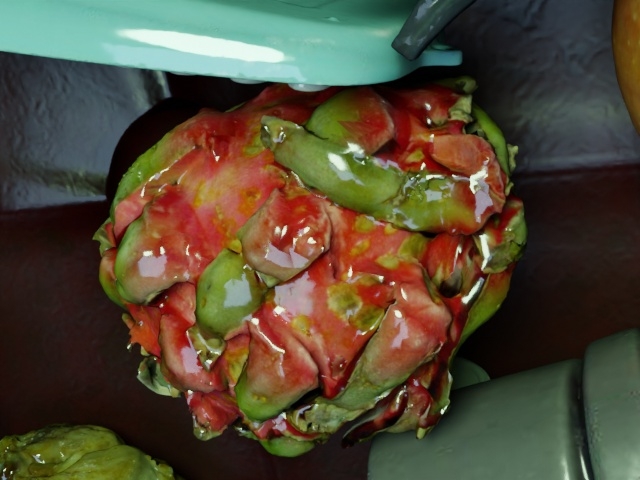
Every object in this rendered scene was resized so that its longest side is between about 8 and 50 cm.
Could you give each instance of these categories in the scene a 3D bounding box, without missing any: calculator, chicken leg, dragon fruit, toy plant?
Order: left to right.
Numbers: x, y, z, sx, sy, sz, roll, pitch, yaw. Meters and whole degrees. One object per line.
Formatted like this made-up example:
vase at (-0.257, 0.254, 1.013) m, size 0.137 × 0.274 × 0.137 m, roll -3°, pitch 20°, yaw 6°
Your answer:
calculator at (-0.106, -0.141, 0.583) m, size 0.386 × 0.256 × 0.054 m, roll 13°, pitch 111°, yaw 12°
chicken leg at (-0.122, 0.279, 0.892) m, size 0.429 × 0.153 × 0.201 m, roll 19°, pitch 133°, yaw -3°
dragon fruit at (-0.003, 0.008, 0.647) m, size 0.302 × 0.237 × 0.231 m, roll -18°, pitch 115°, yaw 32°
toy plant at (0.239, 0.135, 0.623) m, size 0.400 × 0.279 × 0.185 m, roll -14°, pitch 121°, yaw 24°

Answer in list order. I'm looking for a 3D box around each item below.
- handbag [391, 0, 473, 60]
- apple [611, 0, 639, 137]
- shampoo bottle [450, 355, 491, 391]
handbag at (0.148, -0.230, 0.454) m, size 0.325 × 0.269 × 0.118 m, roll -39°, pitch 99°, yaw 29°
apple at (0.292, -0.095, 0.524) m, size 0.251 × 0.206 × 0.272 m, roll -22°, pitch 108°, yaw 22°
shampoo bottle at (0.093, 0.192, 0.816) m, size 0.065 × 0.065 × 0.205 m, roll 12°, pitch 118°, yaw 10°
